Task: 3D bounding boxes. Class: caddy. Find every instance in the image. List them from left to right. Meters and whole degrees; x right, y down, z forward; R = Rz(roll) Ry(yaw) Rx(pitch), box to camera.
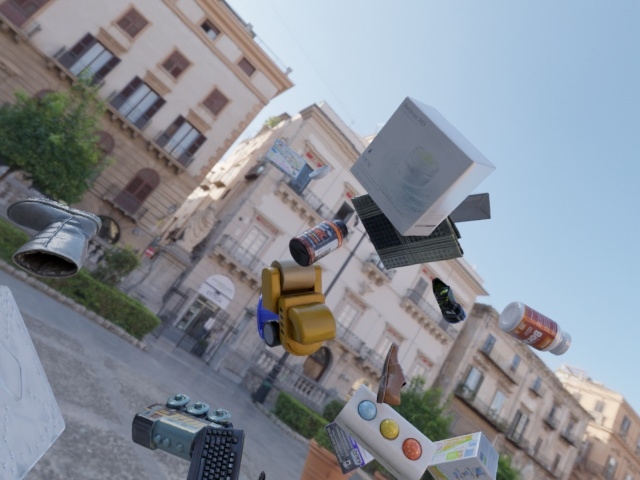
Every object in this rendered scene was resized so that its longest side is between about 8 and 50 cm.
[{"bbox_3d":[-0.222,0.336,2.027,0.180,0.341,0.241,-3,-62,11],"label":"caddy"}]

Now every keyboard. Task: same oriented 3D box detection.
[{"bbox_3d":[-0.221,0.609,0.964,0.202,0.317,0.033,12,-43,-10],"label":"keyboard"}]

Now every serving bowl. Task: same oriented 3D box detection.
[{"bbox_3d":[0.001,-0.246,1.514,0.083,0.083,0.027,6,-49,57],"label":"serving bowl"}]

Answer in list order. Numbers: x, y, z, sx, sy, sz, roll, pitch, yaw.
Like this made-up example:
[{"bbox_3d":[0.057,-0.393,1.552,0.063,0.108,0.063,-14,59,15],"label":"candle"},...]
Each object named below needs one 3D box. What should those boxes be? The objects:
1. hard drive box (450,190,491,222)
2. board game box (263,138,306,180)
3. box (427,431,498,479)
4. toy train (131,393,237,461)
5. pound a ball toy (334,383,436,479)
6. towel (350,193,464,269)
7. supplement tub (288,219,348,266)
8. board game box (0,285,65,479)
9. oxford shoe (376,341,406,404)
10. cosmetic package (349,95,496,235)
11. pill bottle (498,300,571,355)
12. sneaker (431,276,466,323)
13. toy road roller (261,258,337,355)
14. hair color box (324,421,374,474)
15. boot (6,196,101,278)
[{"bbox_3d":[0.471,-0.116,1.431,0.181,0.089,0.232,-6,7,11],"label":"hard drive box"},{"bbox_3d":[-0.144,-0.331,1.695,0.154,0.103,0.026,36,-28,-14],"label":"board game box"},{"bbox_3d":[0.477,0.744,1.390,0.203,0.114,0.103,-36,-89,35],"label":"box"},{"bbox_3d":[-0.431,0.603,1.307,0.334,0.142,0.190,7,6,25],"label":"toy train"},{"bbox_3d":[0.184,0.600,1.183,0.319,0.208,0.135,37,-34,16],"label":"pound a ball toy"},{"bbox_3d":[0.291,-0.053,1.382,0.324,0.056,0.312,-14,-69,45],"label":"towel"},{"bbox_3d":[0.000,0.000,1.330,0.106,0.198,0.105,27,-48,35],"label":"supplement tub"},{"bbox_3d":[-0.676,0.279,0.855,0.389,0.050,0.390,68,-20,0],"label":"board game box"},{"bbox_3d":[0.219,0.395,1.221,0.076,0.212,0.076,12,-49,9],"label":"oxford shoe"},{"bbox_3d":[0.227,-0.166,0.953,0.138,0.224,0.224,-1,48,-49],"label":"cosmetic package"},{"bbox_3d":[0.750,0.311,1.436,0.216,0.121,0.121,29,-17,-2],"label":"pill bottle"},{"bbox_3d":[0.399,0.190,1.309,0.078,0.067,0.188,54,12,-35],"label":"sneaker"},{"bbox_3d":[-0.062,0.228,1.410,0.203,0.329,0.241,-4,2,-33],"label":"toy road roller"},{"bbox_3d":[0.151,0.832,1.712,0.185,0.110,0.339,64,12,26],"label":"hair color box"},{"bbox_3d":[-0.535,-0.005,0.789,0.190,0.075,0.208,8,28,-14],"label":"boot"}]
